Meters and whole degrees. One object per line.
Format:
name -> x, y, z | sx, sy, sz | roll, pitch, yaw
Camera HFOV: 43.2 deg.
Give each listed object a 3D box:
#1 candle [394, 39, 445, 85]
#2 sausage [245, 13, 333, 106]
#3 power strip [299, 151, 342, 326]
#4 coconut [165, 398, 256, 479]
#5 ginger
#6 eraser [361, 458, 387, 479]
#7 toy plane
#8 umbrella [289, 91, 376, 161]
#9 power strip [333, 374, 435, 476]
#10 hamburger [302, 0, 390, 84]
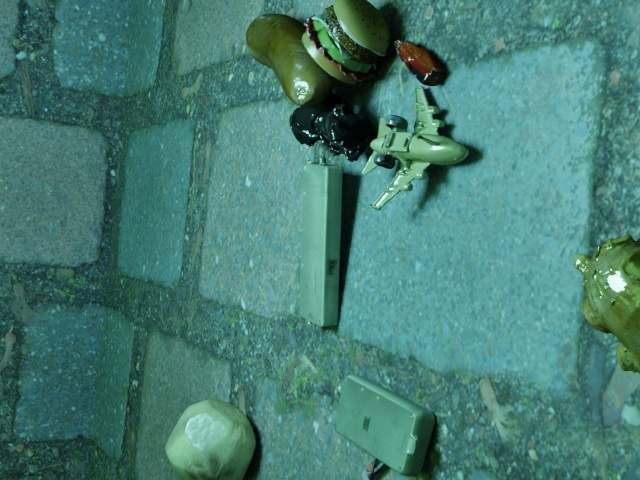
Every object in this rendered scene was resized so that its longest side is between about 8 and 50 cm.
candle -> 0.179, -0.331, 1.484 | 0.053, 0.048, 0.162 | -38, 44, 6
sausage -> -0.064, -0.408, 1.769 | 0.136, 0.123, 0.501 | -40, 31, 4
power strip -> 0.000, 0.000, 1.681 | 0.106, 0.043, 0.367 | 20, 111, 58
coconut -> -0.264, 0.503, 1.948 | 0.224, 0.224, 0.224 | -14, 74, 58
ginger -> 0.393, 0.075, 0.999 | 0.216, 0.102, 0.157 | 50, 155, 44
eraser -> 0.107, 0.422, 1.507 | 0.099, 0.019, 0.027 | -58, 40, 39
toy plane -> 0.163, -0.164, 1.432 | 0.256, 0.104, 0.242 | 11, 79, 66
umbrella -> 0.016, -0.245, 1.681 | 0.272, 0.110, 0.122 | -147, 58, -60
power strip -> 0.109, 0.333, 1.480 | 0.270, 0.046, 0.118 | 15, 93, 59
hamburger -> 0.062, -0.400, 1.581 | 0.137, 0.175, 0.175 | -41, 50, 29
